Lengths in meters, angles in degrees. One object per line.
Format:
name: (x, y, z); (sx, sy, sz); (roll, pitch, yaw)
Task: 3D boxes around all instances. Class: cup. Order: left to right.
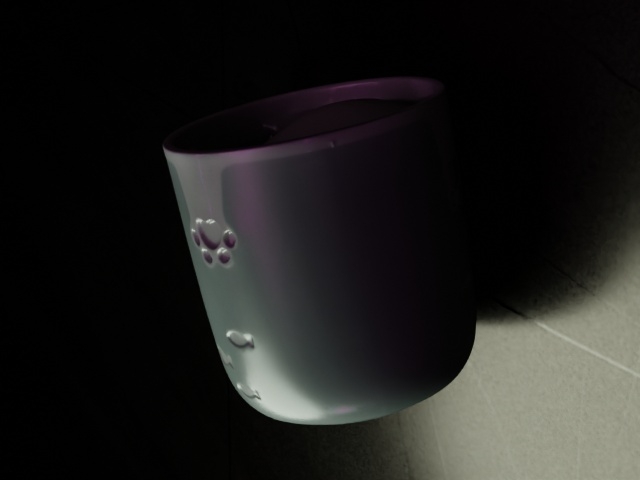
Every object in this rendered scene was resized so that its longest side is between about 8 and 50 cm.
cup: (0.000, 0.000, 1.246); (0.357, 0.259, 0.275); (-131, 29, -73)
